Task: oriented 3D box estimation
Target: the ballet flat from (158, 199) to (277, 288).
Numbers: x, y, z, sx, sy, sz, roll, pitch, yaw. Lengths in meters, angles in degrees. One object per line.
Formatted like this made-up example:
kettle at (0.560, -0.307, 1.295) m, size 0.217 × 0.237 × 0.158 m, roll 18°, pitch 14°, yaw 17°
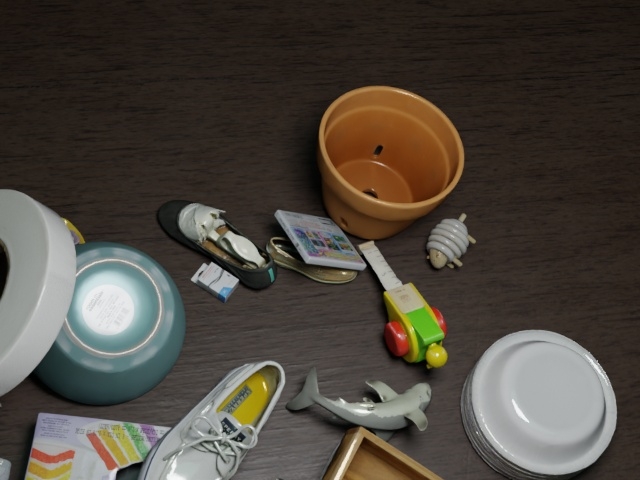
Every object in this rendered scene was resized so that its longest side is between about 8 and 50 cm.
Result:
ballet flat at (-0.198, -0.011, 2.003) m, size 0.280 × 0.096 × 0.095 m, roll 32°, pitch 65°, yaw 8°

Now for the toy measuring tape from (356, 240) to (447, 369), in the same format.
toy measuring tape at (0.156, 0.139, 1.998) m, size 0.121 × 0.121 × 0.330 m, roll -19°, pitch 45°, yaw -17°

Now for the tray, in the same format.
tray at (0.178, 0.518, 1.748) m, size 0.411 × 0.076 × 0.203 m, roll 34°, pitch 65°, yaw -8°

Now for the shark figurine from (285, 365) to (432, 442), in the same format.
shark figurine at (0.086, 0.332, 1.878) m, size 0.278 × 0.116 × 0.166 m, roll 4°, pitch 29°, yaw -15°

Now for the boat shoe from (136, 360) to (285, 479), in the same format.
boat shoe at (-0.171, 0.342, 1.754) m, size 0.136 × 0.156 × 0.367 m, roll 49°, pitch 51°, yaw -6°

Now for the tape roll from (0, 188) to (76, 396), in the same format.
tape roll at (-0.596, 0.094, 1.783) m, size 0.392 × 0.072 × 0.392 m, roll -15°, pitch 60°, yaw 27°

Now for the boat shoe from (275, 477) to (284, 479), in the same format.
boat shoe at (-0.107, 0.481, 1.803) m, size 0.142 × 0.049 × 0.040 m, roll -39°, pitch 40°, yaw -16°

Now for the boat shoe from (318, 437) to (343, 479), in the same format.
boat shoe at (0.025, 0.465, 1.791) m, size 0.096 × 0.088 × 0.267 m, roll 27°, pitch 71°, yaw 8°

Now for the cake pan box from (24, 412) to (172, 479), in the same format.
cake pan box at (-0.381, 0.438, 1.768) m, size 0.266 × 0.070 × 0.246 m, roll 9°, pitch 65°, yaw -5°

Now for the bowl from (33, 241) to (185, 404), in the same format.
bowl at (-0.382, 0.133, 1.826) m, size 0.311 × 0.163 × 0.312 m, roll 5°, pitch 74°, yaw -18°

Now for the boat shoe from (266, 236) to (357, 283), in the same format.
boat shoe at (-0.016, 0.036, 2.019) m, size 0.190 × 0.072 × 0.068 m, roll 12°, pitch 63°, yaw -2°

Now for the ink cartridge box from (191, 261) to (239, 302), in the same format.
ink cartridge box at (-0.208, 0.078, 1.995) m, size 0.083 × 0.028 × 0.048 m, roll 32°, pitch 63°, yaw 8°

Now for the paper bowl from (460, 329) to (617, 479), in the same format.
paper bowl at (0.417, 0.305, 1.910) m, size 0.284 × 0.148 × 0.284 m, roll 3°, pitch 63°, yaw -6°

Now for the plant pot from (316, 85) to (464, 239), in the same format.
plant pot at (0.118, -0.137, 2.043) m, size 0.290 × 0.203 × 0.291 m, roll 6°, pitch 58°, yaw -11°

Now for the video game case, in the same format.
video game case at (0.000, 0.000, 2.003) m, size 0.157 × 0.019 × 0.143 m, roll 9°, pitch 36°, yaw -43°

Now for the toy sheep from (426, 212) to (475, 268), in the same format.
toy sheep at (0.265, 0.001, 2.074) m, size 0.091 × 0.091 × 0.132 m, roll 29°, pitch 68°, yaw 6°

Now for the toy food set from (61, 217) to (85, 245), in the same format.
toy food set at (-0.499, 0.043, 1.944) m, size 0.128 × 0.071 × 0.218 m, roll -24°, pitch 70°, yaw -19°

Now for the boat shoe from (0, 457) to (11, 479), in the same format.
boat shoe at (-0.649, 0.383, 1.756) m, size 0.227 × 0.079 × 0.081 m, roll 17°, pitch 53°, yaw -5°
